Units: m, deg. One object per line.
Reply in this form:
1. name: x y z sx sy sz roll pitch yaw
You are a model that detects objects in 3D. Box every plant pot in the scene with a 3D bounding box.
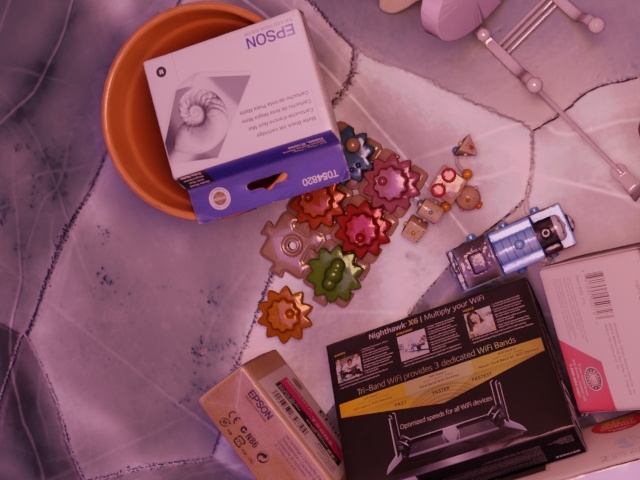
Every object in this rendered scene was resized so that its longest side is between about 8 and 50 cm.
1. plant pot: -0.134 -0.174 1.432 0.291 0.203 0.290 1 93 12

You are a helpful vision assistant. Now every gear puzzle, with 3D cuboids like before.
1. gear puzzle: 0.000 0.000 1.491 0.175 0.044 0.338 33 100 9

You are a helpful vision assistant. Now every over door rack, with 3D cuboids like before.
1. over door rack: 0.399 -0.250 1.353 0.239 0.108 0.324 -44 83 12

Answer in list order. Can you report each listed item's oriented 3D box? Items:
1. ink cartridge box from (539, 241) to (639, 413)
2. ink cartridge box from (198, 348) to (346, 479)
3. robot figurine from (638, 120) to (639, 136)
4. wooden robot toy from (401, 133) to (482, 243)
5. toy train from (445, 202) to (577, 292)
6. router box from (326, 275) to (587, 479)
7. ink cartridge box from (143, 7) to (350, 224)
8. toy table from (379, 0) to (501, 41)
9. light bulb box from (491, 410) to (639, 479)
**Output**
1. ink cartridge box: 0.444 0.100 1.283 0.283 0.117 0.207 -16 88 50
2. ink cartridge box: -0.048 0.279 1.440 0.088 0.193 0.234 -40 84 10
3. robot figurine: 0.575 -0.135 1.237 0.354 0.300 0.199 -2 57 -16
4. wooden robot toy: 0.190 -0.060 1.434 0.079 0.076 0.173 32 100 -1
5. toy train: 0.263 0.011 1.399 0.184 0.105 0.080 -24 88 14
6. router box: 0.173 0.210 1.376 0.309 0.081 0.242 -20 48 14
7. ink cartridge box: -0.096 -0.154 1.296 0.223 0.045 0.223 -17 89 13
8. toy table: 0.162 -0.389 1.349 0.161 0.274 0.252 30 133 20
9. light bulb box: 0.345 0.460 1.342 0.358 0.225 0.360 -21 89 14
